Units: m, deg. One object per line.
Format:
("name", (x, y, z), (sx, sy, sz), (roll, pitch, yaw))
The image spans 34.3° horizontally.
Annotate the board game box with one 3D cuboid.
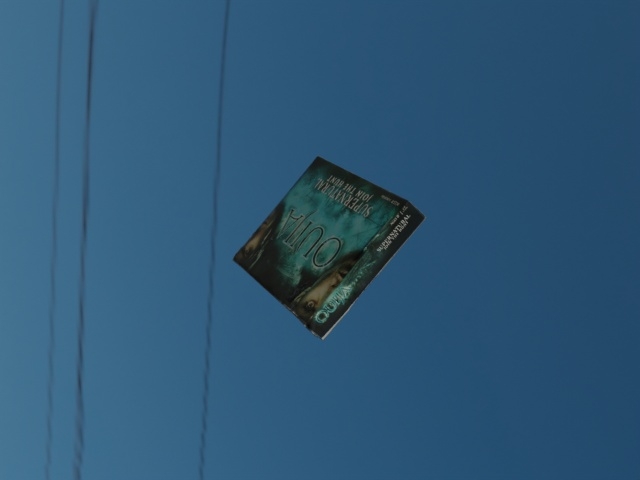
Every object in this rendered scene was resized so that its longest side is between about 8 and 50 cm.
("board game box", (0.000, 0.000, 0.870), (0.126, 0.026, 0.186), (-50, -154, -3))
